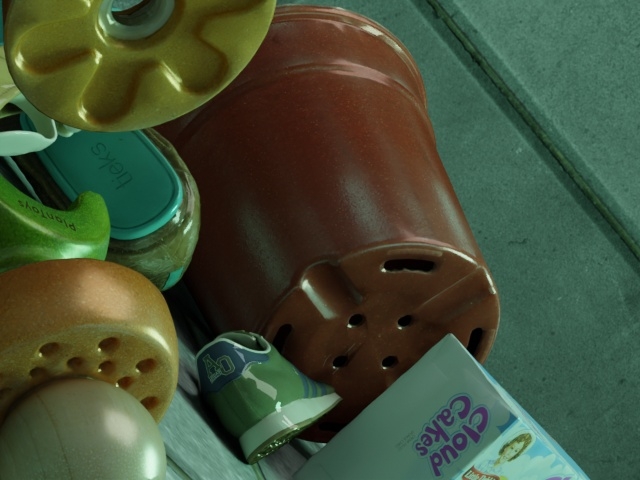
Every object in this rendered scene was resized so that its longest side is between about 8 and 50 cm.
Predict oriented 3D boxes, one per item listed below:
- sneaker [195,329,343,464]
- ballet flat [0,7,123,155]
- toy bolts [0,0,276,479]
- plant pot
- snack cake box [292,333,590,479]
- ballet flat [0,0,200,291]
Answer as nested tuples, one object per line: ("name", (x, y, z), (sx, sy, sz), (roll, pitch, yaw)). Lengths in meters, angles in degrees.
("sneaker", (-0.038, 0.096, 1.301), (0.086, 0.064, 0.192), (54, 7, 6))
("ballet flat", (-0.177, -0.090, 1.180), (0.073, 0.080, 0.232), (59, 32, 4))
("toy bolts", (-0.110, -0.014, 0.626), (0.228, 0.218, 0.158), (21, 28, -43))
("plant pot", (0.000, 0.000, 1.501), (0.272, 0.272, 0.265), (46, 12, -42))
("snack cake box", (0.105, 0.187, 1.405), (0.089, 0.152, 0.264), (51, 4, 32))
("ballet flat", (-0.185, -0.092, 1.334), (0.342, 0.116, 0.124), (51, -17, 27))
